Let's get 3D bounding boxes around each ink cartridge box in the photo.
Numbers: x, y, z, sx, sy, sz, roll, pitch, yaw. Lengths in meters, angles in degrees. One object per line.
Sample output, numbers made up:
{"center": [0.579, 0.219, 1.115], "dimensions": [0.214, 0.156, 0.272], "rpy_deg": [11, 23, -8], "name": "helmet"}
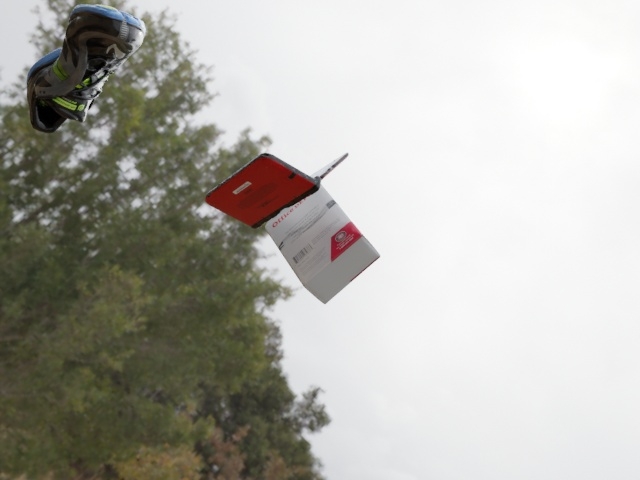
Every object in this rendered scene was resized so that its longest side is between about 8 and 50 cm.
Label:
{"center": [0.000, 0.000, 1.083], "dimensions": [0.063, 0.109, 0.150], "rpy_deg": [44, 6, -43], "name": "ink cartridge box"}

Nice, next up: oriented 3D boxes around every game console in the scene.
{"center": [-0.056, -0.081, 0.957], "dimensions": [0.124, 0.085, 0.144], "rpy_deg": [28, -36, -28], "name": "game console"}

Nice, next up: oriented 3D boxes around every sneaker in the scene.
{"center": [-0.217, -0.153, 0.690], "dimensions": [0.067, 0.078, 0.188], "rpy_deg": [14, -26, -39], "name": "sneaker"}
